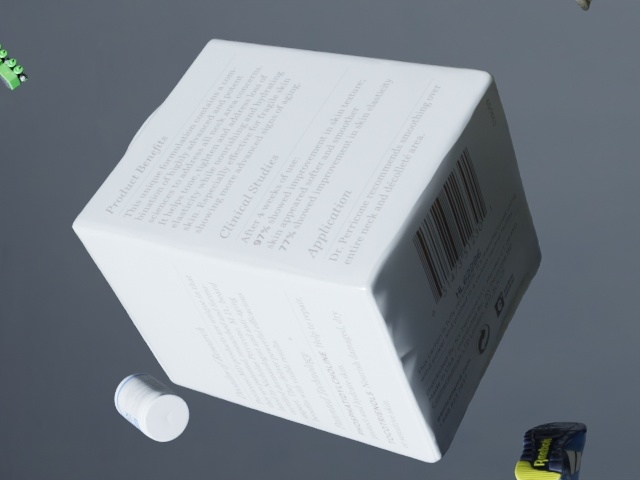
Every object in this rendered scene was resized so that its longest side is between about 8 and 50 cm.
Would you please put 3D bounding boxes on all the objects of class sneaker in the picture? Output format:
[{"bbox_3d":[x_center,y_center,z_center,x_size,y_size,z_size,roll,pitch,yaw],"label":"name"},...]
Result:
[{"bbox_3d":[0.208,0.206,1.170,0.053,0.059,0.144,-7,-165,26],"label":"sneaker"}]

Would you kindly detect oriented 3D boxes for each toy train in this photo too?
[{"bbox_3d":[-0.303,-0.170,1.225,0.024,0.083,0.017,-38,147,-15],"label":"toy train"}]

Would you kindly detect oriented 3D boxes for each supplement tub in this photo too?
[{"bbox_3d":[-0.235,0.230,1.810,0.071,0.071,0.107,15,-177,-32],"label":"supplement tub"}]

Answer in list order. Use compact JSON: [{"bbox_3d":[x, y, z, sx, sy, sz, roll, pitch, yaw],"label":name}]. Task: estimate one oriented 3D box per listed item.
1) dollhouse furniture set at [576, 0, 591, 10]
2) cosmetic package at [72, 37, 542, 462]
[{"bbox_3d":[0.323,-0.432,1.679,0.262,0.135,0.259,-10,142,36],"label":"dollhouse furniture set"},{"bbox_3d":[0.000,0.000,1.541,0.394,0.329,0.327,12,146,31],"label":"cosmetic package"}]
